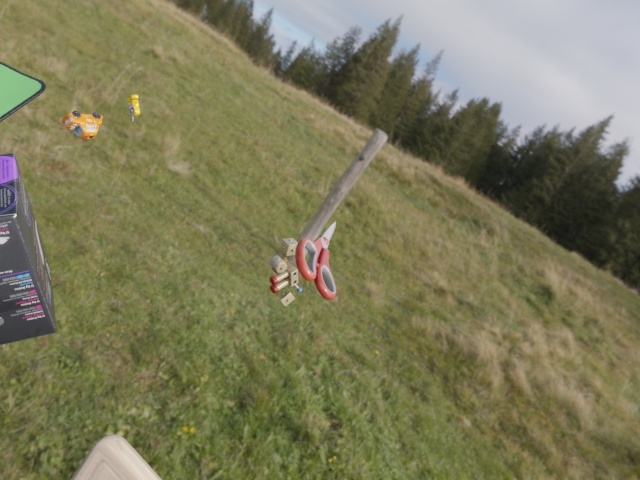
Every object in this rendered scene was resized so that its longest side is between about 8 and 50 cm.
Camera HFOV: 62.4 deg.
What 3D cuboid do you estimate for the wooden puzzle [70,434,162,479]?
[{"bbox_3d":[-0.191,0.339,0.521,0.221,0.044,0.239,53,7,-9],"label":"wooden puzzle"}]

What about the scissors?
[{"bbox_3d":[0.000,0.000,0.982,0.109,0.021,0.297,51,22,-22],"label":"scissors"}]

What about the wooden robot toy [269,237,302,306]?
[{"bbox_3d":[-0.091,0.063,1.175,0.076,0.173,0.079,-22,43,-28],"label":"wooden robot toy"}]

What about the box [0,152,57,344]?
[{"bbox_3d":[-0.525,0.022,0.836,0.143,0.271,0.165,-11,46,-21],"label":"box"}]

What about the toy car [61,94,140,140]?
[{"bbox_3d":[-0.338,-0.188,0.812,0.060,0.121,0.041,-2,76,-64],"label":"toy car"}]

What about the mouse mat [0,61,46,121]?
[{"bbox_3d":[-0.353,-0.126,0.437,0.189,0.007,0.153,25,51,7],"label":"mouse mat"}]
